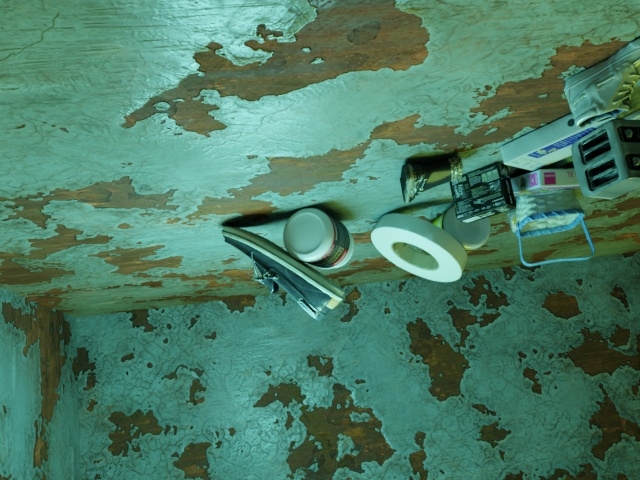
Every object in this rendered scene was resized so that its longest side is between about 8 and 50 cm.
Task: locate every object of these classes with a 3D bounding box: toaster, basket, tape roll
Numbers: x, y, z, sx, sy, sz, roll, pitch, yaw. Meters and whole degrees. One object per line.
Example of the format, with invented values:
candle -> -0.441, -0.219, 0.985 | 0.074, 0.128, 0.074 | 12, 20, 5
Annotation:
toaster -> 0.759, -0.207, 1.484 | 0.110, 0.168, 0.185 | 1, 163, -23
basket -> 0.855, -0.055, 2.110 | 0.254, 0.289, 0.201 | -6, 156, 7
tape roll -> 0.383, 0.034, 2.235 | 0.391, 0.072, 0.392 | 25, 160, 10

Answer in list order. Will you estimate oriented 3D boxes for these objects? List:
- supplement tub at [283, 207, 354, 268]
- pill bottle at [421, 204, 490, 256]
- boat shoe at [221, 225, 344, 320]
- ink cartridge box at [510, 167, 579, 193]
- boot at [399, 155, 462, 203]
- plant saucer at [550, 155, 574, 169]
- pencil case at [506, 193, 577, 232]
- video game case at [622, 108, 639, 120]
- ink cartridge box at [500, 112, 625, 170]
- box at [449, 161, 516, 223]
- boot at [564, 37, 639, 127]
supplement tub -> 0.000, 0.000, 2.074 | 0.191, 0.191, 0.272 | -13, 164, 21
pill bottle -> 0.529, -0.017, 2.298 | 0.187, 0.188, 0.334 | -4, 166, -13
boat shoe -> -0.156, 0.110, 2.019 | 0.499, 0.156, 0.187 | 33, -175, 7
ink cartridge box -> 0.723, -0.185, 1.867 | 0.185, 0.065, 0.311 | -3, 180, -9
boot -> 0.339, -0.185, 1.758 | 0.178, 0.085, 0.236 | -11, 165, 3
plant saucer -> 0.873, -0.261, 1.764 | 0.317, 0.044, 0.317 | -5, 171, -1
pencil case -> 0.887, -0.111, 2.277 | 0.272, 0.114, 0.124 | -13, 153, 17
video game case -> 0.907, -0.327, 1.636 | 0.173, 0.022, 0.190 | 1, 163, -28
ink cartridge box -> 0.690, -0.288, 1.587 | 0.165, 0.065, 0.332 | 5, 162, -40
box -> 0.526, -0.152, 1.855 | 0.180, 0.148, 0.077 | -21, 161, 39
boot -> 0.665, -0.342, 1.241 | 0.095, 0.124, 0.258 | 2, 163, -33
